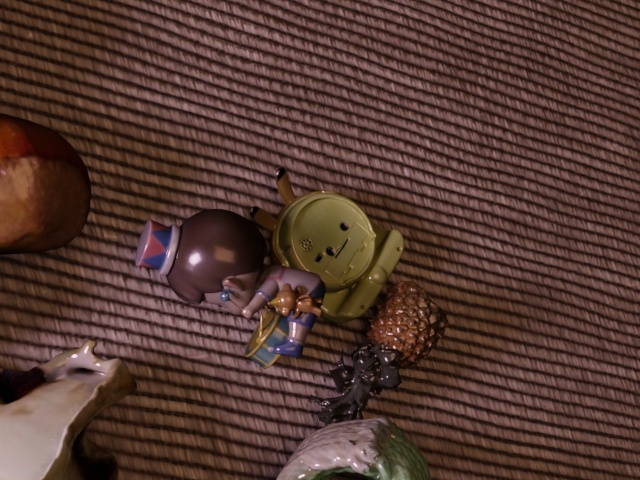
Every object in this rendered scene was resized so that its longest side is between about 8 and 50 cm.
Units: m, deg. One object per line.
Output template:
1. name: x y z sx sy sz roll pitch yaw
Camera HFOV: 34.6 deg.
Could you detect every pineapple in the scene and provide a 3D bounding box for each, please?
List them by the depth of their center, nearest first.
1. pineapple: 0.082 0.175 1.509 0.125 0.125 0.251 43 71 -8

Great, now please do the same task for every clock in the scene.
1. clock: 0.000 0.000 1.534 0.232 0.069 0.170 38 66 -10

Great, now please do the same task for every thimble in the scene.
1. thimble: 0.045 0.348 1.385 0.219 0.150 0.219 3 103 13

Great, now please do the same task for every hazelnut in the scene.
1. hazelnut: -0.398 -0.077 1.318 0.210 0.186 0.210 3 83 -28

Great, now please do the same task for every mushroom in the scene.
1. mushroom: -0.372 0.261 1.258 0.217 0.212 0.292 3 37 13

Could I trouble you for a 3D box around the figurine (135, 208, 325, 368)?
1. figurine: -0.125 0.053 1.429 0.275 0.161 0.158 38 106 -7
